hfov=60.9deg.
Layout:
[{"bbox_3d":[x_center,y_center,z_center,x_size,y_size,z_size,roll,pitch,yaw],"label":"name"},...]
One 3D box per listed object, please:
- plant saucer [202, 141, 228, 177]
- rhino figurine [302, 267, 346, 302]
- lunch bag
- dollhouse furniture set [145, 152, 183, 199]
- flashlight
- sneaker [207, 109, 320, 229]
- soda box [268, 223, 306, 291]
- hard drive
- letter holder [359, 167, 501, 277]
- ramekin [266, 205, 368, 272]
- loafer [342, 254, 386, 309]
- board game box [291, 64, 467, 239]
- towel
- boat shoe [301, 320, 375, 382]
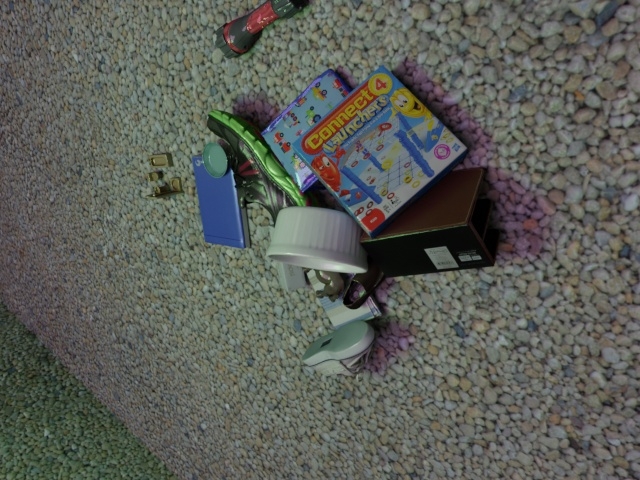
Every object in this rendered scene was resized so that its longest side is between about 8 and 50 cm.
[{"bbox_3d":[-0.347,-0.270,1.819,0.119,0.021,0.119,15,115,34],"label":"plant saucer"},{"bbox_3d":[-0.003,0.068,1.651,0.106,0.073,0.243,-41,75,47],"label":"rhino figurine"},{"bbox_3d":[0.013,-0.311,1.512,0.293,0.138,0.221,-42,76,31],"label":"lunch bag"},{"bbox_3d":[-0.620,-0.240,2.040,0.144,0.123,0.151,4,109,38],"label":"dollhouse furniture set"},{"bbox_3d":[-0.174,-0.621,1.549,0.304,0.103,0.103,-13,97,42],"label":"flashlight"},{"bbox_3d":[-0.210,-0.208,1.654,0.202,0.185,0.483,-42,76,14],"label":"sneaker"},{"bbox_3d":[-0.107,0.050,1.755,0.074,0.069,0.216,-161,57,-66],"label":"soda box"},{"bbox_3d":[-0.351,-0.139,1.915,0.210,0.040,0.318,8,111,37],"label":"hard drive"},{"bbox_3d":[0.287,-0.045,1.381,0.302,0.214,0.152,-10,132,40],"label":"letter holder"},{"bbox_3d":[0.000,0.000,1.473,0.277,0.277,0.135,3,80,38],"label":"ramekin"},{"bbox_3d":[0.133,0.114,1.563,0.080,0.078,0.220,33,105,15],"label":"loafer"},{"bbox_3d":[0.142,-0.218,1.342,0.308,0.086,0.302,-42,76,1],"label":"board game box"},{"bbox_3d":[0.058,0.136,1.695,0.209,0.034,0.285,-32,83,44],"label":"towel"},{"bbox_3d":[0.086,0.365,1.682,0.156,0.136,0.367,42,142,-8],"label":"boat shoe"}]
